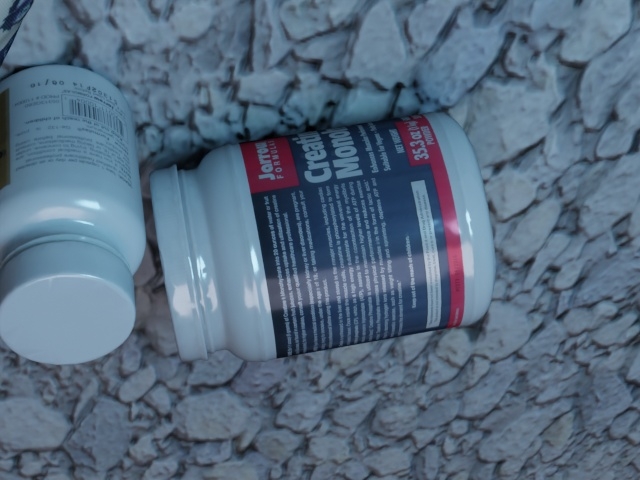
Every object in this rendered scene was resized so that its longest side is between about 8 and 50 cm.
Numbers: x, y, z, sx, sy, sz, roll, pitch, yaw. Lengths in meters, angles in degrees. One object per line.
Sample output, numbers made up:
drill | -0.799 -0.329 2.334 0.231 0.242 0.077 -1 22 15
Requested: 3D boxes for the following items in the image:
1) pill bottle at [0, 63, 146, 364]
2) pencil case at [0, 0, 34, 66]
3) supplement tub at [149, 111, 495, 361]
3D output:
pill bottle | -0.205 -0.021 1.054 0.131 0.229 0.131 -7 136 -7
pencil case | -0.232 -0.225 0.887 0.160 0.183 0.410 33 124 -8
supplement tub | 0.000 0.000 1.158 0.272 0.191 0.191 -10 137 -5
